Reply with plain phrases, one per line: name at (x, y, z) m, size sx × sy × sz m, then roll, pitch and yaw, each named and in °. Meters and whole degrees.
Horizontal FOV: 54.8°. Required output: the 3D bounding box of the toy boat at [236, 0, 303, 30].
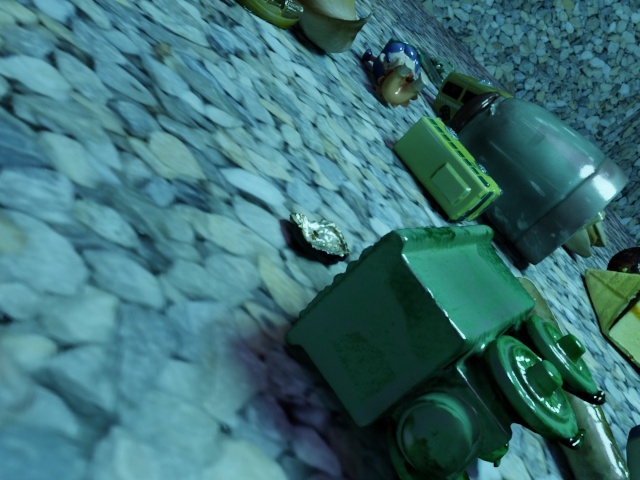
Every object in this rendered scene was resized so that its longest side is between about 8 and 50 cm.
toy boat at (-0.085, -0.377, 0.967) m, size 0.149 × 0.049 × 0.047 m, roll 9°, pitch 46°, yaw -52°

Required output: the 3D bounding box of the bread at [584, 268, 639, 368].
bread at (0.667, 0.179, 1.383) m, size 0.167 × 0.163 × 0.264 m, roll 44°, pitch -5°, yaw -7°

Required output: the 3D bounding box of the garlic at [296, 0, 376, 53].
garlic at (0.018, -0.387, 1.077) m, size 0.115 × 0.128 × 0.207 m, roll 86°, pitch -5°, yaw -47°

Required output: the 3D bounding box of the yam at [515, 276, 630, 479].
yam at (0.299, 0.170, 0.791) m, size 0.071 × 0.067 × 0.318 m, roll 6°, pitch 41°, yaw -15°

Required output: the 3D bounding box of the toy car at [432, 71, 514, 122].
toy car at (0.376, -0.297, 1.417) m, size 0.101 × 0.125 × 0.257 m, roll 2°, pitch 28°, yaw -34°

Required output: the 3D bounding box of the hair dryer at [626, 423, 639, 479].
hair dryer at (0.479, 0.404, 0.738) m, size 0.298 × 0.118 × 0.296 m, roll 50°, pitch 29°, yaw -26°

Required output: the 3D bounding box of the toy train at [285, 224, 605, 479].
toy train at (0.119, 0.097, 0.524) m, size 0.202 × 0.145 × 0.266 m, roll 54°, pitch 26°, yaw 18°

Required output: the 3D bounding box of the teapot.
teapot at (0.380, -0.136, 1.204) m, size 0.312 × 0.233 × 0.315 m, roll 48°, pitch -4°, yaw 10°

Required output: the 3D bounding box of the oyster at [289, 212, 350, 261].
oyster at (0.002, 0.000, 0.618) m, size 0.083 × 0.019 × 0.054 m, roll 17°, pitch 38°, yaw -44°

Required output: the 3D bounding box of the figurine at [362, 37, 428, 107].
figurine at (0.147, -0.335, 1.218) m, size 0.111 × 0.102 × 0.195 m, roll 42°, pitch 30°, yaw -20°

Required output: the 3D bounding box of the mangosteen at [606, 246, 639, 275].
mangosteen at (0.838, 0.102, 1.622) m, size 0.184 × 0.172 × 0.173 m, roll 47°, pitch 17°, yaw -52°

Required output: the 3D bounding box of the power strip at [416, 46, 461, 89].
power strip at (0.381, -0.484, 1.819) m, size 0.213 × 0.064 × 0.198 m, roll 23°, pitch 38°, yaw -44°

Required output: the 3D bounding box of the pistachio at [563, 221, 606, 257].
pistachio at (0.633, -0.062, 1.565) m, size 0.223 × 0.126 × 0.152 m, roll 56°, pitch -9°, yaw 14°

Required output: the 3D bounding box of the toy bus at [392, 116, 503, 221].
toy bus at (0.209, -0.116, 1.023) m, size 0.175 × 0.088 × 0.101 m, roll 54°, pitch 27°, yaw 16°

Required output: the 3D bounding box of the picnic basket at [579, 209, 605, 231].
picnic basket at (0.531, -0.051, 1.346) m, size 0.080 × 0.164 × 0.115 m, roll 62°, pitch 27°, yaw 7°
